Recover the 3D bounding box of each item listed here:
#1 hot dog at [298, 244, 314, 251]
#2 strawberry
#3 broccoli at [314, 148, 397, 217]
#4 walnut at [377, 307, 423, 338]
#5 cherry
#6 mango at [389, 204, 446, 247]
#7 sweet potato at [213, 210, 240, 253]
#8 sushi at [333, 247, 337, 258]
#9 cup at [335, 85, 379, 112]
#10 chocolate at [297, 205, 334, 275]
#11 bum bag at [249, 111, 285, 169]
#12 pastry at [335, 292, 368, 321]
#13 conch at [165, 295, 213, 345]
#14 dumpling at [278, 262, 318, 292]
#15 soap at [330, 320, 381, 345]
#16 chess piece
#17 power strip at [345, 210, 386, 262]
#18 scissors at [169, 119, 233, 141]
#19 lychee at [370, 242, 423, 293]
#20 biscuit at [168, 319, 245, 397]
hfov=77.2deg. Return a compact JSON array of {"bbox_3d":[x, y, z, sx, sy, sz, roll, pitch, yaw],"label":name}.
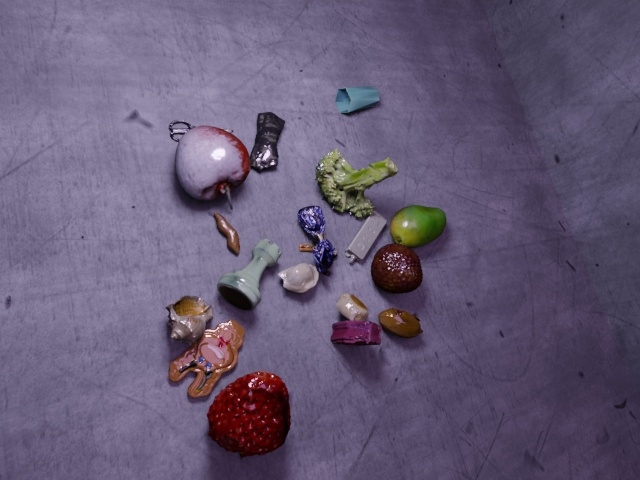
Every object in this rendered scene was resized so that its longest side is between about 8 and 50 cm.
[{"bbox_3d":[-0.066,0.036,1.947,0.083,0.021,0.037,-1,75,-23],"label":"hot dog"},{"bbox_3d":[-0.248,0.615,1.502,0.318,0.345,0.295,21,24,2],"label":"strawberry"},{"bbox_3d":[0.147,-0.320,1.951,0.353,0.397,0.274,10,68,-12],"label":"broccoli"},{"bbox_3d":[0.393,0.409,1.972,0.245,0.137,0.137,27,65,-10],"label":"walnut"},{"bbox_3d":[-0.487,-0.336,1.751,0.335,0.291,0.326,31,73,9],"label":"cherry"},{"bbox_3d":[0.529,-0.088,2.147,0.382,0.201,0.225,-20,72,-30],"label":"mango"},{"bbox_3d":[-0.414,-0.041,1.802,0.065,0.051,0.218,-28,86,-26],"label":"sweet potato"},{"bbox_3d":[0.048,0.075,1.981,0.083,0.044,0.046,-34,111,-27],"label":"sushi"},{"bbox_3d":[0.219,-0.807,2.288,0.236,0.148,0.134,-17,54,-31],"label":"cup"},{"bbox_3d":[-0.001,0.005,1.903,0.126,0.148,0.343,-23,72,11],"label":"chocolate"},{"bbox_3d":[-0.264,-0.497,1.993,0.144,0.095,0.340,9,68,-5],"label":"bum bag"},{"bbox_3d":[0.149,0.318,1.880,0.166,0.166,0.088,37,99,-9],"label":"pastry"},{"bbox_3d":[-0.520,0.310,1.592,0.245,0.163,0.178,-39,109,-58],"label":"conch"},{"bbox_3d":[-0.094,0.175,1.837,0.199,0.118,0.136,-4,72,-20],"label":"dumpling"},{"bbox_3d":[0.169,0.422,1.796,0.162,0.250,0.099,17,69,-20],"label":"soap"},{"bbox_3d":[-0.289,0.134,1.737,0.195,0.194,0.299,38,54,-8],"label":"chess piece"},{"bbox_3d":[0.231,-0.018,2.073,0.098,0.058,0.338,40,63,-8],"label":"power strip"},{"bbox_3d":[-0.561,-0.521,1.911,0.300,0.022,0.109,-8,81,-26],"label":"scissors"},{"bbox_3d":[0.380,0.143,1.988,0.261,0.260,0.260,7,71,-21],"label":"lychee"},{"bbox_3d":[-0.444,0.466,1.629,0.202,0.047,0.334,46,61,-4],"label":"biscuit"}]
